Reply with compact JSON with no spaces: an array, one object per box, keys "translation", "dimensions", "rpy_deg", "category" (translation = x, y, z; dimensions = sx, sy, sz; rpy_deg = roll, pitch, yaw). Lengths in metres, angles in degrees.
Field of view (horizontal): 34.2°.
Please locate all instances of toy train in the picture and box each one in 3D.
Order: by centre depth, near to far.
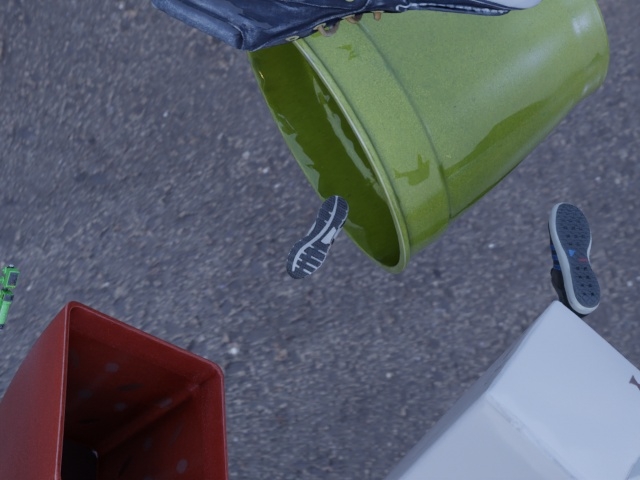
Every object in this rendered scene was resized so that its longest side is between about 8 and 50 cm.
[{"translation":[-0.373,0.069,1.233],"dimensions":[0.017,0.024,0.083],"rpy_deg":[7,107,-38],"category":"toy train"}]

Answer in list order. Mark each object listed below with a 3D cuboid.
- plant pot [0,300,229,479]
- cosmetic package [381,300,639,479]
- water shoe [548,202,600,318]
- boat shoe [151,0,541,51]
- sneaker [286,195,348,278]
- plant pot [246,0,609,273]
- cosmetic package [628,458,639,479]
[{"translation":[-0.299,0.284,1.370],"dimensions":[0.267,0.236,0.267],"rpy_deg":[31,37,-37],"category":"plant pot"},{"translation":[0.151,0.299,1.151],"dimensions":[0.161,0.453,0.230],"rpy_deg":[42,35,9],"category":"cosmetic package"},{"translation":[0.397,0.034,1.698],"dimensions":[0.073,0.080,0.203],"rpy_deg":[10,57,-18],"category":"water shoe"},{"translation":[0.012,-0.127,0.494],"dimensions":[0.183,0.083,0.065],"rpy_deg":[15,44,-11],"category":"boat shoe"},{"translation":[0.000,0.000,1.210],"dimensions":[0.040,0.044,0.109],"rpy_deg":[35,89,9],"category":"sneaker"},{"translation":[0.147,-0.203,1.282],"dimensions":[0.353,0.366,0.366],"rpy_deg":[-31,92,-9],"category":"plant pot"},{"translation":[0.493,0.404,1.758],"dimensions":[0.377,0.284,0.097],"rpy_deg":[1,50,-58],"category":"cosmetic package"}]
